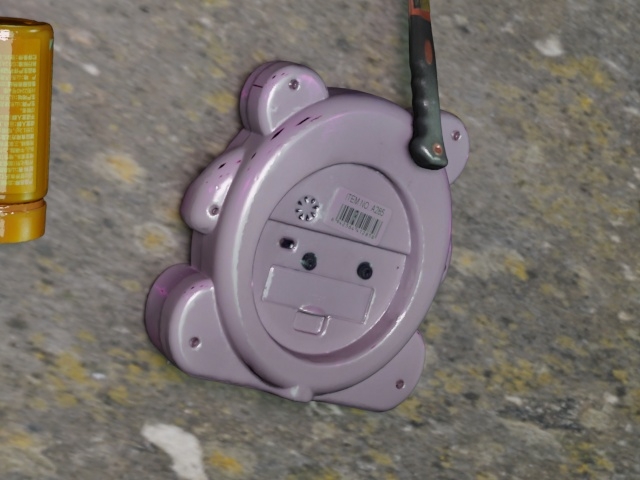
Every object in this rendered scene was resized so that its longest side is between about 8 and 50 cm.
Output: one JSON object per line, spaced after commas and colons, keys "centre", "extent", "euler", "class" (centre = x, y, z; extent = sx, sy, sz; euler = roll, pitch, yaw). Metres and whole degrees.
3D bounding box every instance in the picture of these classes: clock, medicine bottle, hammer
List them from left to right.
{"centre": [-0.288, -0.100, 1.229], "extent": [0.096, 0.096, 0.192], "euler": [-1, 105, -25], "class": "medicine bottle"}
{"centre": [0.000, 0.000, 1.384], "extent": [0.295, 0.113, 0.322], "euler": [14, 96, -27], "class": "clock"}
{"centre": [0.096, -0.211, 1.348], "extent": [0.111, 0.033, 0.288], "euler": [5, 76, -30], "class": "hammer"}
